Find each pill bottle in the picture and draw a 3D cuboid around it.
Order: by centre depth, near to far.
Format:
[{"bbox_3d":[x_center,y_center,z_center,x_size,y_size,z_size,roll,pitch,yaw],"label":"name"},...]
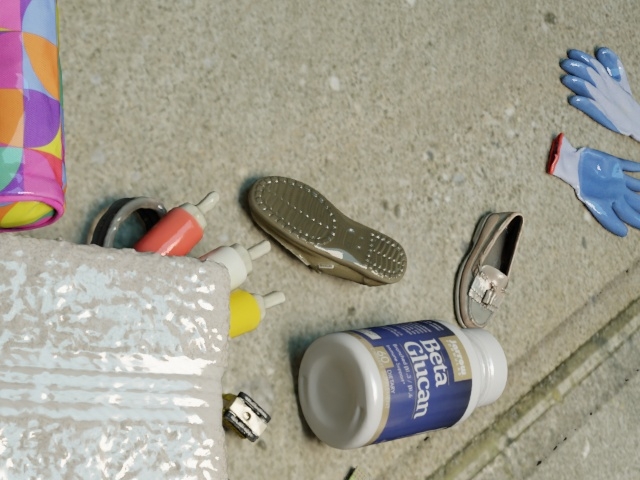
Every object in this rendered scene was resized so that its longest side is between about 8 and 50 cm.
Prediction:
[{"bbox_3d":[0.073,0.114,1.152,0.169,0.094,0.094,-5,80,-41],"label":"pill bottle"}]

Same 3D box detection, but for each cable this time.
[{"bbox_3d":[-0.151,0.063,0.997,0.287,0.072,0.139,-41,101,-39],"label":"cable"}]

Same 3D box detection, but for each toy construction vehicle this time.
[{"bbox_3d":[-0.086,0.151,1.055,0.098,0.035,0.086,44,65,-18],"label":"toy construction vehicle"}]

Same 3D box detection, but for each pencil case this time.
[{"bbox_3d":[-0.230,-0.124,0.975,0.104,0.104,0.236,6,71,-38],"label":"pencil case"}]

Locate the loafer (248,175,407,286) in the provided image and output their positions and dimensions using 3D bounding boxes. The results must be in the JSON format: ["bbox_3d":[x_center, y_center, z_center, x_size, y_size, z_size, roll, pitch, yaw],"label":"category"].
[{"bbox_3d":[0.000,0.000,1.159,0.148,0.050,0.056,32,54,-10],"label":"loafer"}]

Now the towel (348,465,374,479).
[{"bbox_3d":[0.043,0.234,1.148,0.083,0.009,0.060,47,53,-18],"label":"towel"}]

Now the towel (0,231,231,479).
[{"bbox_3d":[-0.193,0.086,0.928,0.282,0.049,0.187,7,74,-22],"label":"towel"}]

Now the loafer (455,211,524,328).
[{"bbox_3d":[0.158,0.025,1.285,0.045,0.039,0.125,35,57,-28],"label":"loafer"}]

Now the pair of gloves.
[{"bbox_3d":[0.303,-0.107,1.458,0.159,0.023,0.198,30,60,-30],"label":"pair of gloves"}]
